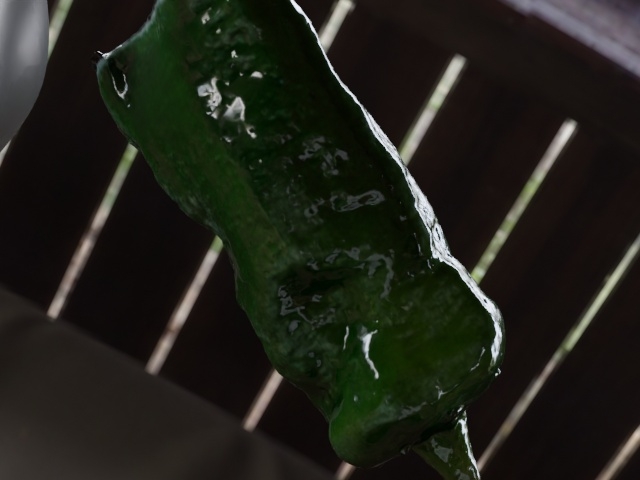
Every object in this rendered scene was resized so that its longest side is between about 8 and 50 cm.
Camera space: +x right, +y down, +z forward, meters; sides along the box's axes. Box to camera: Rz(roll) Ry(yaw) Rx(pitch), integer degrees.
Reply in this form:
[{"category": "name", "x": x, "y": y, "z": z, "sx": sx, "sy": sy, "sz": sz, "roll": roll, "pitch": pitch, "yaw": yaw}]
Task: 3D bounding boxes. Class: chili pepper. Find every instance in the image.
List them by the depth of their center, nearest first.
[{"category": "chili pepper", "x": 0.000, "y": 0.000, "z": 0.728, "sx": 0.099, "sy": 0.136, "sz": 0.270, "roll": -25, "pitch": 83, "yaw": -49}]

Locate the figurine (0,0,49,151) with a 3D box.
[{"category": "figurine", "x": -0.213, "y": -0.033, "z": 0.427, "sx": 0.248, "sy": 0.381, "sz": 0.203, "roll": 42, "pitch": 17, "yaw": 25}]
